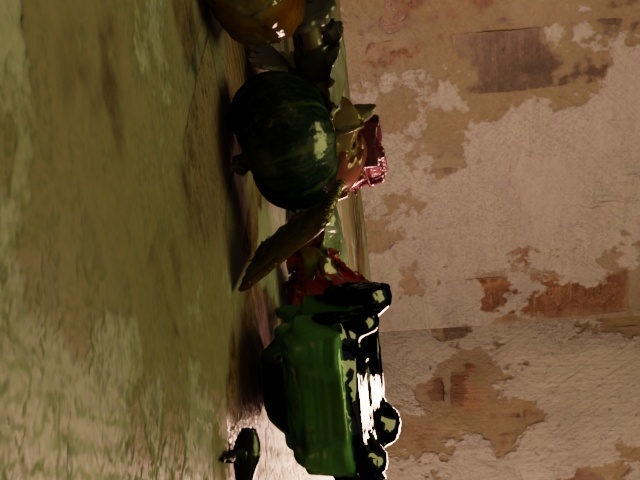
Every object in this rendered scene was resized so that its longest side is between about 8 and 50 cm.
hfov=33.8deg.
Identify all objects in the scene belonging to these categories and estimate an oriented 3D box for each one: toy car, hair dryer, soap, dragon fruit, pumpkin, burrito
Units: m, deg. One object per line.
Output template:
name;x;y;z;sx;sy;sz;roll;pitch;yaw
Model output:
toy car;0.006;0.172;1.338;0.358;0.176;0.213;-40;126;-78
hair dryer;-0.088;0.234;1.081;0.083;0.031;0.079;18;77;-69
soap;0.038;-0.144;1.903;0.250;0.162;0.099;60;20;-81
dragon fruit;0.004;0.070;1.568;0.133;0.150;0.208;-29;114;-48
pumpkin;-0.043;-0.116;1.227;0.167;0.125;0.167;177;-90;-81
burrito;0.000;0.000;1.775;0.144;0.089;0.229;-80;162;-54

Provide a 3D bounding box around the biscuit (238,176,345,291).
biscuit;-0.033;-0.008;1.252;0.016;0.144;0.203;49;15;-9

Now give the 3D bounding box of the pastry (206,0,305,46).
pastry;-0.076;-0.323;1.178;0.229;0.100;0.218;59;23;-67

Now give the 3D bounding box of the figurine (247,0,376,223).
figurine;0.001;-0.159;1.471;0.207;0.166;0.387;-120;-165;-51
